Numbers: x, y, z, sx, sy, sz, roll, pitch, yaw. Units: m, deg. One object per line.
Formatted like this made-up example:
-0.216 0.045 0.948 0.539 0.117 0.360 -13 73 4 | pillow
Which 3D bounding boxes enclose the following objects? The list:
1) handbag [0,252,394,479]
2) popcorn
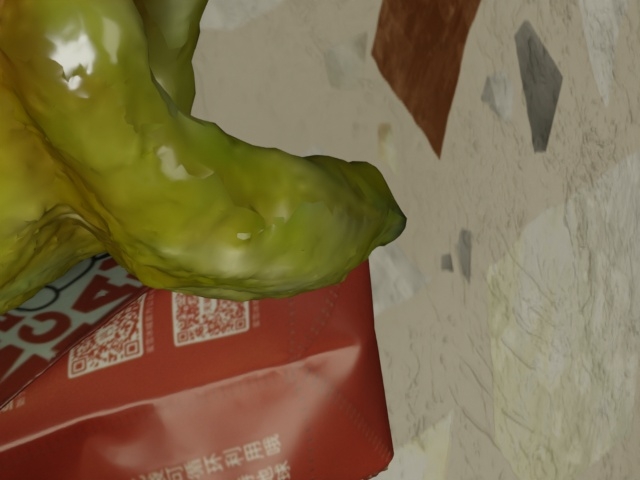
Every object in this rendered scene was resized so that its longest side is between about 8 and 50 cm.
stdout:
-0.116 0.065 0.556 0.298 0.171 0.151 -19 106 -50 | handbag
-0.125 -0.076 0.424 0.325 0.321 0.290 45 51 -4 | popcorn
